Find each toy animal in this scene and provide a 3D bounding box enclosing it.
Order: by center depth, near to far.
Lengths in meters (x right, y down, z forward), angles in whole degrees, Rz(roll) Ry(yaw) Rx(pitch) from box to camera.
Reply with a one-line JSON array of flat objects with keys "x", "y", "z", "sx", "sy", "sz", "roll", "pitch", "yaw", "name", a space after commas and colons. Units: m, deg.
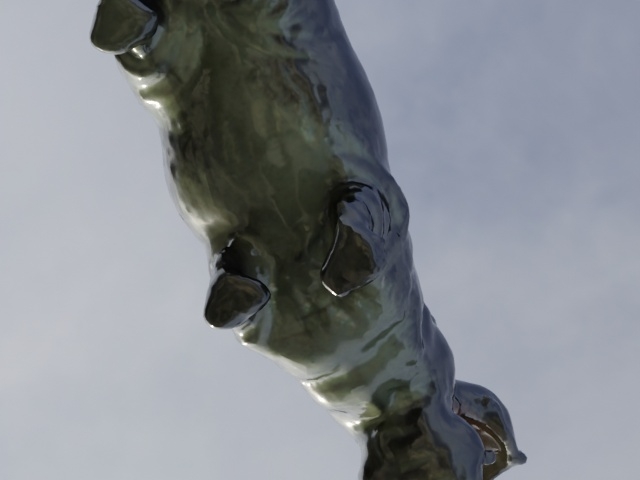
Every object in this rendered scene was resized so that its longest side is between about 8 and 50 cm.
[{"x": 0.001, "y": 0.011, "z": 0.897, "sx": 0.106, "sy": 0.168, "sz": 0.343, "roll": -21, "pitch": -71, "yaw": 12, "name": "toy animal"}]
